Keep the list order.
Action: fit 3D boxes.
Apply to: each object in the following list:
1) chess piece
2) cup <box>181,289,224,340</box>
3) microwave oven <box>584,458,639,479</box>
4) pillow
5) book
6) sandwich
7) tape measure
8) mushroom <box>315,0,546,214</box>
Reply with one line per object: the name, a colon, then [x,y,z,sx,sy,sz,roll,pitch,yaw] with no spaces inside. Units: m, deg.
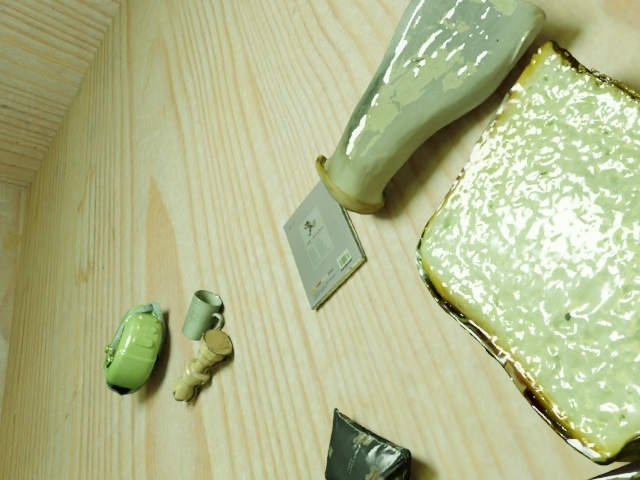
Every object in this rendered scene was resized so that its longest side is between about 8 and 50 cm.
chess piece: [-0.223,0.236,1.039,0.172,0.060,0.060,-53,40,28]
cup: [-0.216,0.146,1.078,0.054,0.075,0.083,-66,0,-75]
microwave oven: [0.290,0.165,0.260,0.247,0.188,0.178,-33,58,36]
pillow: [0.053,0.264,0.670,0.150,0.048,0.090,6,73,57]
book: [0.000,0.000,0.873,0.127,0.014,0.181,-49,43,29]
sandwich: [0.236,0.008,0.493,0.301,0.099,0.271,52,122,45]
tape measure: [-0.395,0.234,1.223,0.200,0.106,0.175,-57,25,17]
mushroom: [0.111,-0.166,0.706,0.328,0.122,0.159,-54,31,24]
